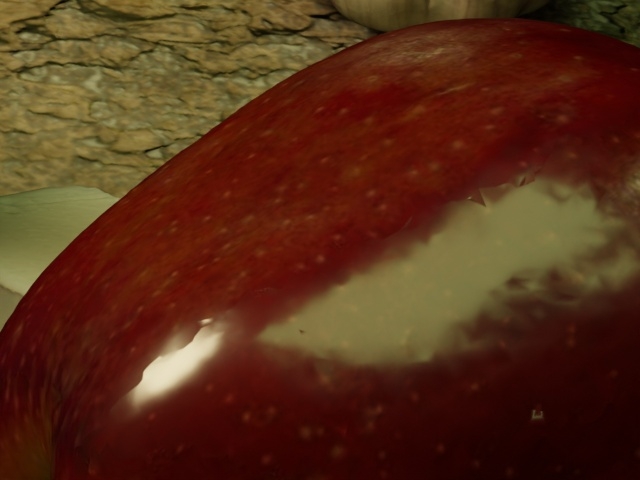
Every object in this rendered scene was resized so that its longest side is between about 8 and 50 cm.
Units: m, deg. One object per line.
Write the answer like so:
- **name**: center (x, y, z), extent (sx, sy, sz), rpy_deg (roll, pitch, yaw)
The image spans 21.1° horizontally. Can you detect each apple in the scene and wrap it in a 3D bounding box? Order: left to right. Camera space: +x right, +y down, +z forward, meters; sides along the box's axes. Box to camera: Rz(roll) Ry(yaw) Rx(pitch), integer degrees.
- **apple**: center (0.052, 0.067, 0.609), extent (0.317, 0.288, 0.288), rpy_deg (-25, 45, -22)

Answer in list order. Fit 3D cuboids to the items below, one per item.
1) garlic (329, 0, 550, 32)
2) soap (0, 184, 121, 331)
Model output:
- **garlic**: center (0.063, -0.268, 1.123), extent (0.245, 0.253, 0.245), rpy_deg (-2, 37, 1)
- **soap**: center (-0.106, 0.027, 0.771), extent (0.121, 0.063, 0.183), rpy_deg (-13, 23, -38)
